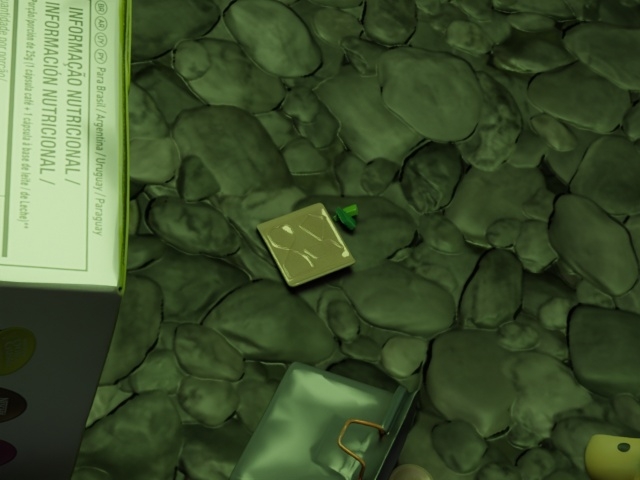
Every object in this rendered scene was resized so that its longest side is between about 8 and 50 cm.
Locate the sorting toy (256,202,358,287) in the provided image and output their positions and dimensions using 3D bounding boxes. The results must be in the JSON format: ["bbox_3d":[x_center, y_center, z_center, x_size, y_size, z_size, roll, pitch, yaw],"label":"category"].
[{"bbox_3d":[0.000,0.000,1.193,0.083,0.012,0.062,-20,63,-22],"label":"sorting toy"}]

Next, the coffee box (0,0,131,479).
[{"bbox_3d":[-0.299,-0.044,0.937,0.334,0.337,0.338,4,58,-15],"label":"coffee box"}]

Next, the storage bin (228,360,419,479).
[{"bbox_3d":[-0.002,0.146,1.051,0.091,0.098,0.135,22,56,9],"label":"storage bin"}]

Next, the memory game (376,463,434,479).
[{"bbox_3d":[0.034,0.231,1.069,0.186,0.012,0.186,7,59,-12],"label":"memory game"}]

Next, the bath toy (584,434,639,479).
[{"bbox_3d":[0.130,0.273,0.994,0.151,0.129,0.348,46,59,-2],"label":"bath toy"}]
